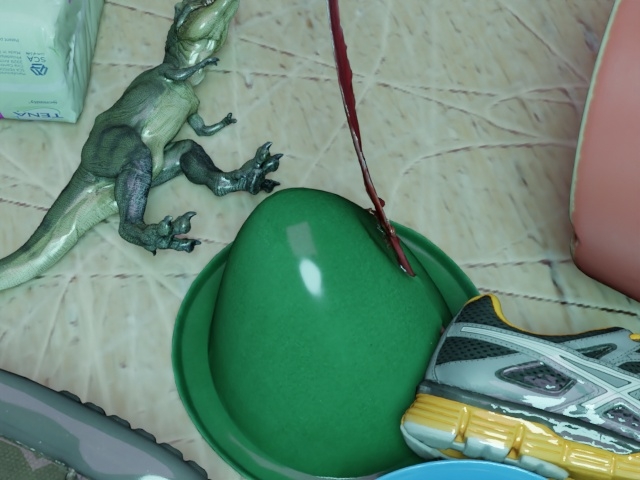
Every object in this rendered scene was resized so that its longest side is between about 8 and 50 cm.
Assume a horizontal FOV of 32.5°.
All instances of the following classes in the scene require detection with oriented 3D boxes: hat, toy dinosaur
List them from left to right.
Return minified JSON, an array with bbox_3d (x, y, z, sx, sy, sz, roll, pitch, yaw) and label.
[{"bbox_3d":[-0.101,-0.042,0.637,0.118,0.064,0.268,24,62,25],"label":"toy dinosaur"},{"bbox_3d":[0.000,0.000,0.528,0.173,0.183,0.208,-28,60,-17],"label":"hat"}]

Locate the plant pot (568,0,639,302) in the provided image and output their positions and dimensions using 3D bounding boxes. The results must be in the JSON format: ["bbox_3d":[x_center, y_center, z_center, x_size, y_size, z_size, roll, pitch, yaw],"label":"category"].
[{"bbox_3d":[0.264,-0.043,0.518,0.243,0.275,0.275,17,58,24],"label":"plant pot"}]

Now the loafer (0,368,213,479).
[{"bbox_3d":[-0.219,0.100,0.499,0.366,0.133,0.130,21,59,15],"label":"loafer"}]

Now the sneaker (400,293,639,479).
[{"bbox_3d":[0.150,0.084,0.515,0.215,0.084,0.083,16,65,3],"label":"sneaker"}]

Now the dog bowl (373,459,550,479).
[{"bbox_3d":[0.095,0.233,0.438,0.166,0.074,0.297,-27,59,-15],"label":"dog bowl"}]

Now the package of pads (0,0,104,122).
[{"bbox_3d":[-0.257,-0.215,0.730,0.229,0.101,0.296,2,56,2],"label":"package of pads"}]
